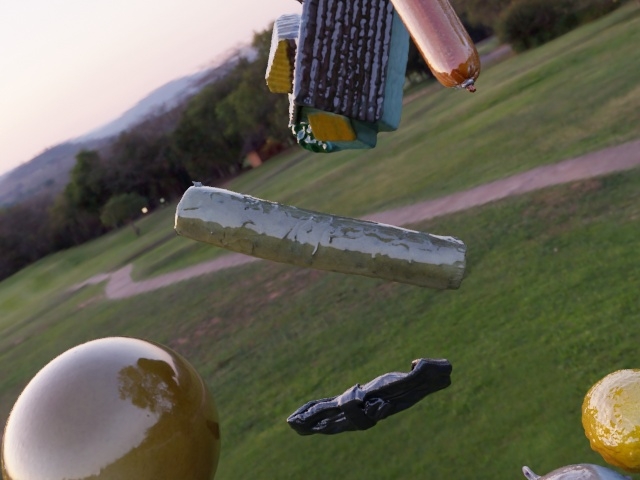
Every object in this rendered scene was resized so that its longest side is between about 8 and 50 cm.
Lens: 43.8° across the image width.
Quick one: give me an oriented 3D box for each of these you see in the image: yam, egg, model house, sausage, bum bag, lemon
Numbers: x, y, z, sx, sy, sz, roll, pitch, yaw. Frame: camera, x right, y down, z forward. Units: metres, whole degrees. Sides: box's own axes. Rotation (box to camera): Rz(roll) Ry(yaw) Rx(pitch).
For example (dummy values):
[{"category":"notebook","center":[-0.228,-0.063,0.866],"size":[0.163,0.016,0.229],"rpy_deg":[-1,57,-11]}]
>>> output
[{"category":"yam","center":[0.000,0.000,1.026],"size":[0.371,0.083,0.083],"rpy_deg":[13,19,3]},{"category":"egg","center":[-0.245,0.241,0.969],"size":[0.250,0.250,0.322],"rpy_deg":[-28,5,1]},{"category":"model house","center":[-0.005,-0.306,1.309],"size":[0.230,0.280,0.249],"rpy_deg":[2,-6,34]},{"category":"sausage","center":[0.084,-0.297,0.856],"size":[0.053,0.348,0.053],"rpy_deg":[-21,-20,-8]},{"category":"bum bag","center":[0.092,0.271,1.342],"size":[0.310,0.074,0.137],"rpy_deg":[-27,-31,26]},{"category":"lemon","center":[0.436,0.249,1.102],"size":[0.142,0.142,0.187],"rpy_deg":[-30,8,-7]}]

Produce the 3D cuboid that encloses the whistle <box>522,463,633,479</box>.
[{"category":"whistle","center":[0.381,0.415,1.005],"size":[0.189,0.189,0.348],"rpy_deg":[-31,51,-10]}]
